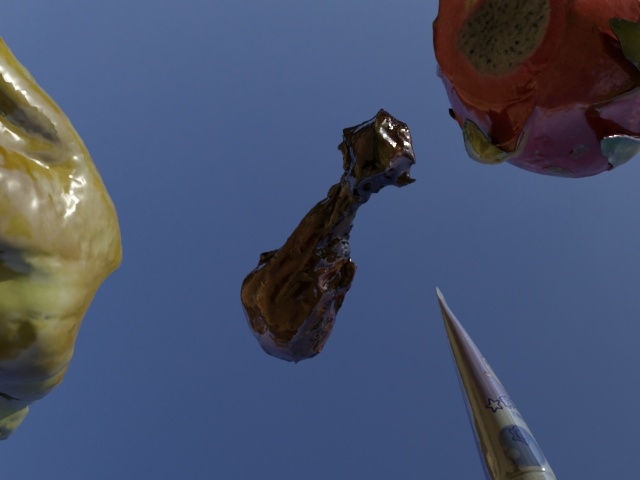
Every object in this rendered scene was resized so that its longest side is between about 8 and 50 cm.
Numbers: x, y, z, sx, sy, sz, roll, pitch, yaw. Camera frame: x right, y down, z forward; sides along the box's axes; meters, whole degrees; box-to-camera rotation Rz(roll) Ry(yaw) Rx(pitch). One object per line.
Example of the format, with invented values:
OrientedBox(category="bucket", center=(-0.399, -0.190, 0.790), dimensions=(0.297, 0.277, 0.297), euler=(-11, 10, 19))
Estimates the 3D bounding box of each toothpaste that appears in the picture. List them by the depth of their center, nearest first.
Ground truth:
OrientedBox(category="toothpaste", center=(0.216, 0.218, 1.198), dimensions=(0.080, 0.125, 0.371), euler=(-27, -141, 7))

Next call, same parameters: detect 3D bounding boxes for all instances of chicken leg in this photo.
OrientedBox(category="chicken leg", center=(0.000, 0.000, 0.935), dimensions=(0.113, 0.093, 0.304), euler=(41, -57, 23))

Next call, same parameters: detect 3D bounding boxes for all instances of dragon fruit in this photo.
OrientedBox(category="dragon fruit", center=(0.257, -0.215, 1.073), dimensions=(0.291, 0.189, 0.290), euler=(0, -91, 40))

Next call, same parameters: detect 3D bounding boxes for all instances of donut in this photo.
OrientedBox(category="donut", center=(-0.297, -0.003, 0.547), dimensions=(0.360, 0.360, 0.170), euler=(-12, -142, 27))
